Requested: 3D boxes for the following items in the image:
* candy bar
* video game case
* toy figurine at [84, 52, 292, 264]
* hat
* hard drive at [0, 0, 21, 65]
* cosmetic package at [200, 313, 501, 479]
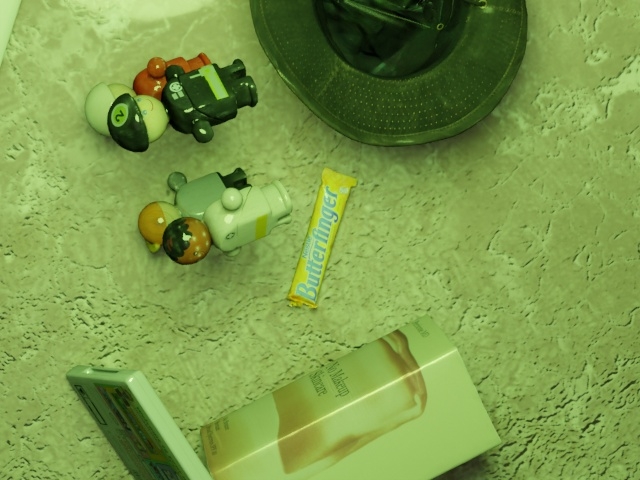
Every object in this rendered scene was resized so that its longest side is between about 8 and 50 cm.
[{"bbox_3d":[0.000,0.000,1.660,0.040,0.018,0.161,15,97,-11],"label":"candy bar"},{"bbox_3d":[-0.178,0.226,1.592,0.023,0.193,0.212,-37,105,-24],"label":"video game case"},{"bbox_3d":[-0.141,-0.082,1.525,0.148,0.213,0.209,-22,108,-16],"label":"toy figurine"},{"bbox_3d":[0.058,-0.254,1.561,0.331,0.134,0.331,2,83,-17],"label":"hat"},{"bbox_3d":[-0.420,-0.176,1.499,0.203,0.040,0.307,12,101,-48],"label":"hard drive"},{"bbox_3d":[0.029,0.215,1.638,0.296,0.153,0.129,-27,104,-4],"label":"cosmetic package"}]
